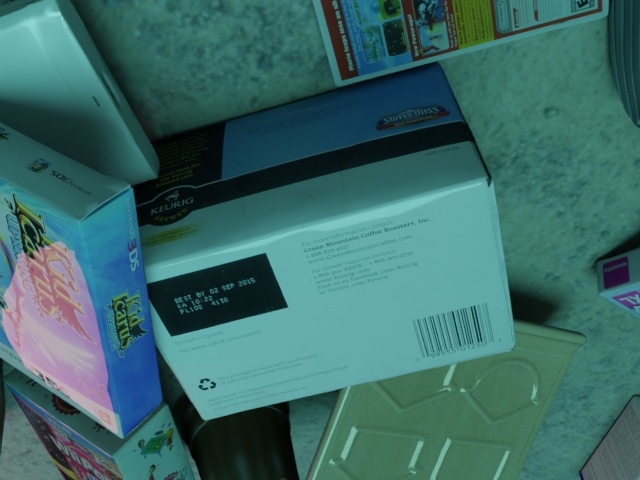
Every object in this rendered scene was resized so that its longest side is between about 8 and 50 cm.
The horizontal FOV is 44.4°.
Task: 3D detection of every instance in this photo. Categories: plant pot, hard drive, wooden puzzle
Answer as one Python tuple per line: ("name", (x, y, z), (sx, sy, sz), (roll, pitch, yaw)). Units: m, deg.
("plant pot", (-0.105, 0.315, 1.111), (0.167, 0.165, 0.167), (-10, 130, -12))
("hard drive", (-0.340, -0.099, 0.753), (0.307, 0.040, 0.203), (-17, 130, 8))
("wooden puzzle", (0.149, 0.234, 1.042), (0.322, 0.080, 0.348), (13, 110, -25))

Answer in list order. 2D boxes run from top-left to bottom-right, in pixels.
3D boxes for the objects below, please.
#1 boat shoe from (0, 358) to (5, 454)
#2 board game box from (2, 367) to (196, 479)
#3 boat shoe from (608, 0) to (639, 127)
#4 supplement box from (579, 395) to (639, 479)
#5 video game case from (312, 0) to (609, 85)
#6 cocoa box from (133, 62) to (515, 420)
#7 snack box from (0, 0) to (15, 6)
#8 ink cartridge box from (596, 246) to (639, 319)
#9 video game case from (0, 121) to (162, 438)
("boat shoe", (-0.487, 0.172, 0.989), (0.158, 0.127, 0.340), (3, 131, -18))
("board game box", (-0.276, 0.297, 1.064), (0.224, 0.097, 0.303), (22, 138, 32))
("boat shoe", (0.337, -0.246, 0.738), (0.094, 0.109, 0.302), (-12, 128, 2))
("supplement box", (0.530, 0.366, 1.276), (0.111, 0.114, 0.220), (6, 128, -10))
("video game case", (0.128, -0.272, 0.745), (0.285, 0.025, 0.204), (-14, 131, 5))
("cocoa box", (0.000, 0.000, 0.829), (0.347, 0.228, 0.231), (-14, 129, 6))
("snack box", (-0.380, -0.103, 0.812), (0.322, 0.060, 0.187), (-28, 127, 17))
("ink cartridge box", (0.538, 0.083, 1.027), (0.311, 0.065, 0.186), (25, 148, -27))
("video game case", (-0.264, 0.026, 0.713), (0.244, 0.061, 0.269), (24, 135, 23))
